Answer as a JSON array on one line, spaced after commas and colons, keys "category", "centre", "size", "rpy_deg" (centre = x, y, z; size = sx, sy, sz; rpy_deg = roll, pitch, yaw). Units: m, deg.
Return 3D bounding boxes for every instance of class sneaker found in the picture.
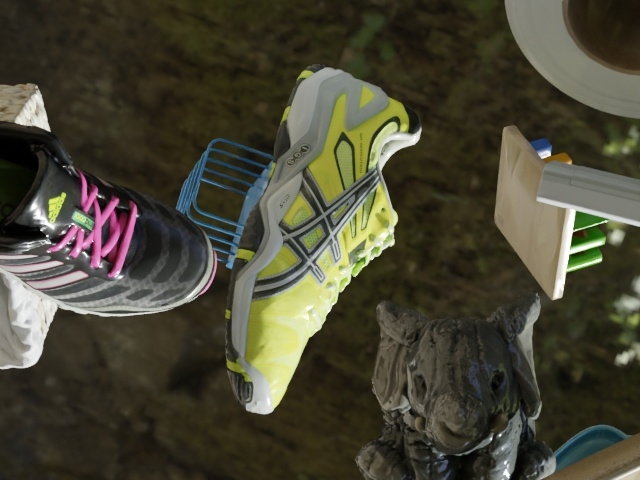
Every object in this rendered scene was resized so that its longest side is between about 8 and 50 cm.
[{"category": "sneaker", "centre": [-0.118, -0.010, 0.619], "size": [0.075, 0.170, 0.063], "rpy_deg": [-11, -120, 64]}, {"category": "sneaker", "centre": [0.000, 0.000, 1.493], "size": [0.145, 0.147, 0.385], "rpy_deg": [80, 25, -77]}]

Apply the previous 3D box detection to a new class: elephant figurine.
[{"category": "elephant figurine", "centre": [0.111, 0.108, 1.086], "size": [0.169, 0.186, 0.239], "rpy_deg": [-32, 144, -20]}]

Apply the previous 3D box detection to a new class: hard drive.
[{"category": "hard drive", "centre": [0.373, -0.024, 1.402], "size": [0.203, 0.307, 0.040], "rpy_deg": [-21, 124, -77]}]

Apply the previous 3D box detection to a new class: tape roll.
[{"category": "tape roll", "centre": [0.312, -0.258, 1.327], "size": [0.246, 0.246, 0.169], "rpy_deg": [97, 16, -50]}]

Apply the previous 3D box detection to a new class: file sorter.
[{"category": "file sorter", "centre": [-0.131, -0.051, 1.917], "size": [0.170, 0.104, 0.118], "rpy_deg": [138, -31, -66]}]

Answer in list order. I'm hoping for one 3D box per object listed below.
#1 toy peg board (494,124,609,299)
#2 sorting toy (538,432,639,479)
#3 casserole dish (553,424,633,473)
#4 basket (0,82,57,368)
[{"category": "toy peg board", "centre": [0.292, -0.043, 1.760], "size": [0.079, 0.161, 0.161], "rpy_deg": [-15, 135, -16]}, {"category": "sorting toy", "centre": [0.190, 0.172, 0.980], "size": [0.307, 0.041, 0.229], "rpy_deg": [-24, 156, -4]}, {"category": "casserole dish", "centre": [0.223, 0.244, 1.233], "size": [0.188, 0.114, 0.037], "rpy_deg": [-44, 172, 3]}, {"category": "basket", "centre": [-0.537, -0.021, 1.973], "size": [0.266, 0.328, 0.331], "rpy_deg": [-73, 159, -58]}]
